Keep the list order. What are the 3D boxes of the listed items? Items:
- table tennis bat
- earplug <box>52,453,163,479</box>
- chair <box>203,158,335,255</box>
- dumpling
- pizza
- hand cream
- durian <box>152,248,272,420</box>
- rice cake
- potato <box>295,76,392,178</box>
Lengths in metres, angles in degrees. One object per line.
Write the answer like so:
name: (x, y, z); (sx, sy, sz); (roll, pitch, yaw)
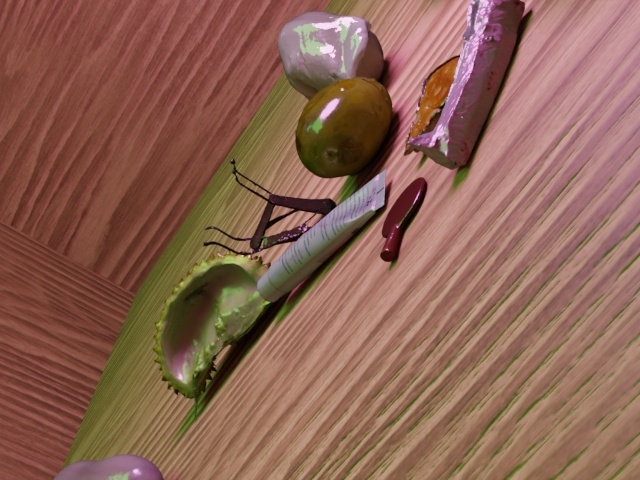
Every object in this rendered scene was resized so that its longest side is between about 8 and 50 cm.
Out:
table tennis bat: (0.108, -0.029, 1.319); (0.098, 0.019, 0.154); (-46, 16, 43)
earplug: (-0.373, 0.464, 1.756); (0.301, 0.172, 0.172); (-33, 28, 50)
chair: (-0.090, -0.045, 1.741); (0.174, 0.213, 0.149); (-114, 41, -75)
dumpling: (0.036, -0.363, 1.991); (0.212, 0.270, 0.320); (-34, -7, 10)
pizza: (0.178, -0.197, 1.393); (0.176, 0.036, 0.185); (-64, 15, -12)
hand cream: (0.000, 0.000, 1.564); (0.331, 0.058, 0.085); (-44, 23, 40)
durian: (-0.201, 0.150, 1.796); (0.355, 0.157, 0.169); (-54, 31, 24)
rice cake: (0.200, -0.220, 1.266); (0.051, 0.081, 0.290); (118, 178, -66)
potato: (0.045, -0.199, 1.666); (0.186, 0.148, 0.253); (-30, 19, 34)
